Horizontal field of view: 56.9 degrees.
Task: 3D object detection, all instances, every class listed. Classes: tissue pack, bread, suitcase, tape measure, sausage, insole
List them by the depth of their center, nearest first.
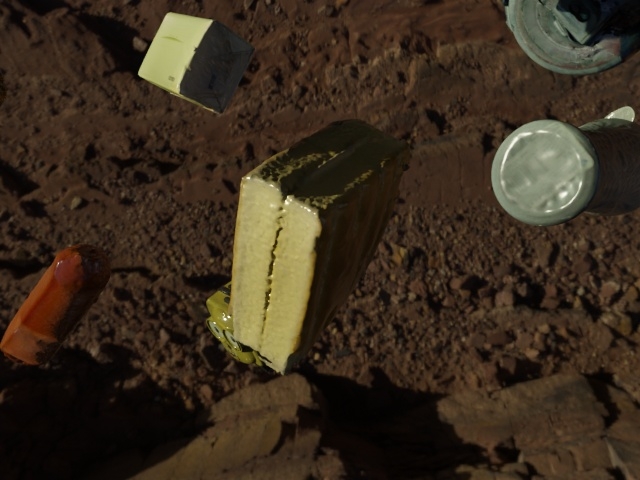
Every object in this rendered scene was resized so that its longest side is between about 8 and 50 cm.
[{"bbox_3d":[0.000,0.000,0.714,0.111,0.239,0.245,27,127,18],"label":"bread"},{"bbox_3d":[0.449,-0.421,1.012,0.275,0.147,0.256,40,141,5],"label":"tape measure"},{"bbox_3d":[-0.483,0.121,1.074,0.097,0.093,0.348,30,125,-25],"label":"sausage"},{"bbox_3d":[0.524,-0.193,1.112,0.002,0.053,0.153,0,150,-38],"label":"insole"},{"bbox_3d":[-0.263,-0.373,1.227,0.125,0.234,0.159,23,97,-42],"label":"tissue pack"},{"bbox_3d":[-0.200,0.236,1.601,0.194,0.143,0.234,21,140,45],"label":"suitcase"}]

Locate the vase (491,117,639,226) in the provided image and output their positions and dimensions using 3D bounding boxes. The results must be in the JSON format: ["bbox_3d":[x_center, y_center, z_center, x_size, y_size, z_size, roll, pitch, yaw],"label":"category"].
[{"bbox_3d":[0.217,-0.059,0.493,0.096,0.219,0.096,6,100,36],"label":"vase"}]

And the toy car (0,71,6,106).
[{"bbox_3d":[-0.556,-0.181,0.700,0.240,0.341,0.271,-43,83,4],"label":"toy car"}]
